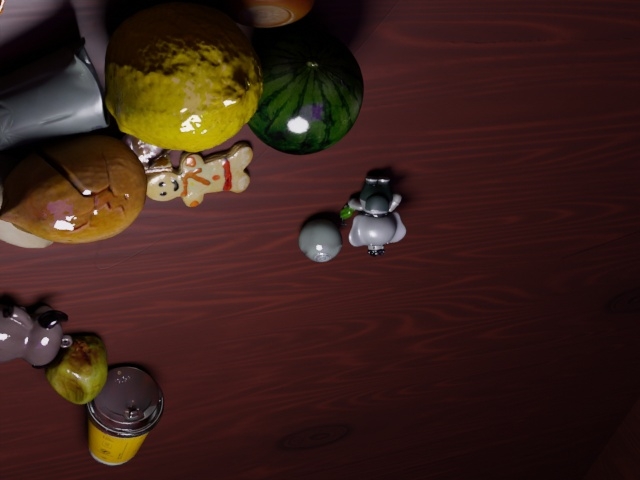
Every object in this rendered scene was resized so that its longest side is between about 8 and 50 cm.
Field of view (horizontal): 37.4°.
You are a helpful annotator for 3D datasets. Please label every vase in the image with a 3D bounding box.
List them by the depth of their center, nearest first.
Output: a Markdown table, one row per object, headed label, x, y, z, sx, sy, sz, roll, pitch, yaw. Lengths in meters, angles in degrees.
| label | x | y | z | sx | sy | sz | roll | pitch | yaw |
| --- | --- | --- | --- | --- | --- | --- | --- | --- | --- |
| vase | -0.521 | -0.231 | 1.684 | 0.301 | 0.156 | 0.251 | -19 | 164 | 1 |

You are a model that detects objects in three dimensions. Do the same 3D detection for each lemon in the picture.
| label | x | y | z | sx | sy | sz | roll | pitch | yaw |
| --- | --- | --- | --- | --- | --- | --- | --- | --- | --- |
| lemon | -0.247 | -0.286 | 1.650 | 0.268 | 0.322 | 0.268 | -15 | 109 | -50 |

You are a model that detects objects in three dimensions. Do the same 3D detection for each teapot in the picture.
| label | x | y | z | sx | sy | sz | roll | pitch | yaw |
| --- | --- | --- | --- | --- | --- | --- | --- | --- | --- |
| teapot | -0.118 | -0.455 | 1.666 | 0.252 | 0.135 | 0.178 | 0 | 167 | -3 |

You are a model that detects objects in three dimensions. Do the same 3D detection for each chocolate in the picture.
| label | x | y | z | sx | sy | sz | roll | pitch | yaw |
| --- | --- | --- | --- | --- | --- | --- | --- | --- | --- |
| chocolate | -0.385 | -0.174 | 1.864 | 0.329 | 0.065 | 0.102 | -31 | 116 | 7 |

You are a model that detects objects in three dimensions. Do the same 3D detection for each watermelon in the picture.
| label | x | y | z | sx | sy | sz | roll | pitch | yaw |
| --- | --- | --- | --- | --- | --- | --- | --- | --- | --- |
| watermelon | -0.036 | -0.282 | 1.793 | 0.242 | 0.242 | 0.242 | -15 | 139 | -13 |

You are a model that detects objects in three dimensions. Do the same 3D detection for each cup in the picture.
| label | x | y | z | sx | sy | sz | roll | pitch | yaw |
| --- | --- | --- | --- | --- | --- | --- | --- | --- | --- |
| cup | -0.510 | 0.454 | 2.409 | 0.197 | 0.196 | 0.279 | -5 | 145 | -24 |

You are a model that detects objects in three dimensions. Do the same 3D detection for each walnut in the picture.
| label | x | y | z | sx | sy | sz | roll | pitch | yaw |
| --- | --- | --- | --- | --- | --- | --- | --- | --- | --- |
| walnut | -0.447 | -0.085 | 1.719 | 0.298 | 0.203 | 0.203 | -28 | 150 | -43 |

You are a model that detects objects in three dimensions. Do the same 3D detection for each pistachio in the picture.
| label | x | y | z | sx | sy | sz | roll | pitch | yaw |
| --- | --- | --- | --- | --- | --- | --- | --- | --- | --- |
| pistachio | -0.589 | -0.076 | 1.804 | 0.153 | 0.137 | 0.238 | -23 | 137 | 7 |

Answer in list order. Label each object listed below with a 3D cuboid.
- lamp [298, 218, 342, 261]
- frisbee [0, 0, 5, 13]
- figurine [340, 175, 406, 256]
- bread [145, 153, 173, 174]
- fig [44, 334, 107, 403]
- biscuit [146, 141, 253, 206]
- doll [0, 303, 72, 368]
| label | x | y | z | sx | sy | sz | roll | pitch | yaw |
| --- | --- | --- | --- | --- | --- | --- | --- | --- | --- |
| lamp | 0.000 | 0.000 | 2.231 | 0.105 | 0.105 | 0.105 | -15 | 139 | -13 |
| frisbee | -0.603 | -0.406 | 1.516 | 0.192 | 0.035 | 0.192 | -14 | 139 | -12 |
| figurine | 0.129 | -0.055 | 2.215 | 0.147 | 0.126 | 0.192 | -2 | 104 | -11 |
| bread | -0.344 | -0.157 | 1.921 | 0.083 | 0.046 | 0.036 | -10 | 179 | -19 |
| fig | -0.571 | 0.309 | 2.230 | 0.144 | 0.154 | 0.165 | -6 | 103 | 1 |
| biscuit | -0.258 | -0.132 | 2.007 | 0.235 | 0.030 | 0.153 | -11 | 137 | -18 |
| doll | -0.679 | 0.209 | 2.089 | 0.257 | 0.117 | 0.182 | 4 | 134 | -30 |
